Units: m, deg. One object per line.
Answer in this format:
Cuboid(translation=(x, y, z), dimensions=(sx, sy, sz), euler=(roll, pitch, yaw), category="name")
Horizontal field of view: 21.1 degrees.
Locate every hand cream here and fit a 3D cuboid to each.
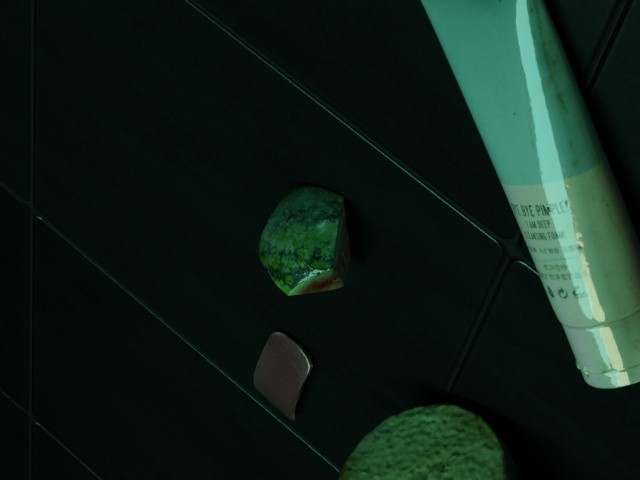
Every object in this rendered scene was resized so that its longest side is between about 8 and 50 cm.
Cuboid(translation=(0.153, -0.051, 1.148), dimensions=(0.111, 0.070, 0.312), euler=(4, 121, 53), category="hand cream")

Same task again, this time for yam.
Cuboid(translation=(0.132, 0.303, 1.481), dimensions=(0.168, 0.168, 0.304), euler=(9, 134, 48), category="yam")

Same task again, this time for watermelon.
Cuboid(translation=(-0.004, -0.004, 1.415), dimensions=(0.084, 0.072, 0.092), euler=(49, 114, 20), category="watermelon")

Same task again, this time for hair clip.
Cuboid(translation=(-0.037, 0.135, 1.650), dimensions=(0.054, 0.022, 0.137), euler=(42, 151, 15), category="hair clip")
